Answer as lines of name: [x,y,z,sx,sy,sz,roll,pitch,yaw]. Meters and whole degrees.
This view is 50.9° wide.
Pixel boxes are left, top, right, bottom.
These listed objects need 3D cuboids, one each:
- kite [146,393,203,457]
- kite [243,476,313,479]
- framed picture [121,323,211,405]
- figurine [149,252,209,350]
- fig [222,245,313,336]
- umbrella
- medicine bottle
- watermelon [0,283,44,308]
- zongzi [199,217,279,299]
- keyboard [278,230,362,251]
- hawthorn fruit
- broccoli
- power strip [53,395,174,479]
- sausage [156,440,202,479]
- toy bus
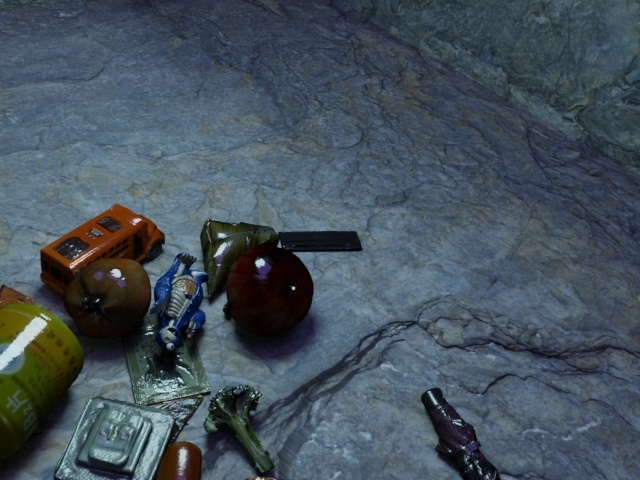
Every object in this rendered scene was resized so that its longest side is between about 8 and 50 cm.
kite: [-0.382,0.422,1.436,0.234,0.016,0.321,21,40,11]
kite: [-0.083,0.602,1.308,0.378,0.013,0.327,-25,53,-35]
framed picture: [-0.371,0.285,1.598,0.173,0.010,0.231,-8,44,-24]
figurine: [-0.355,0.159,1.648,0.121,0.164,0.262,-18,29,24]
fig: [-0.133,0.125,1.701,0.235,0.235,0.214,-7,7,-23]
umbrella: [0.324,0.467,1.524,0.090,0.094,0.326,5,39,-33]
medicine bottle: [-0.659,0.318,1.311,0.224,0.224,0.384,21,40,8]
watermelon: [-0.742,0.139,1.600,0.125,0.094,0.135,-27,50,-28]
zongzi: [-0.212,0.054,1.846,0.221,0.112,0.242,1,51,-18]
keyboard: [0.000,0.000,2.031,0.251,0.017,0.087,-1,43,-16]
hawthorn fruit: [-0.491,0.130,1.626,0.199,0.199,0.251,20,11,8]
broccoli: [-0.164,0.411,1.458,0.122,0.118,0.204,7,47,-57]
power strip: [-0.417,0.407,1.381,0.198,0.064,0.213,9,40,-1]
sausage: [-0.274,0.524,1.285,0.089,0.083,0.300,7,44,-14]
toy bus: [-0.557,0.015,1.751,0.143,0.153,0.329,29,42,20]
